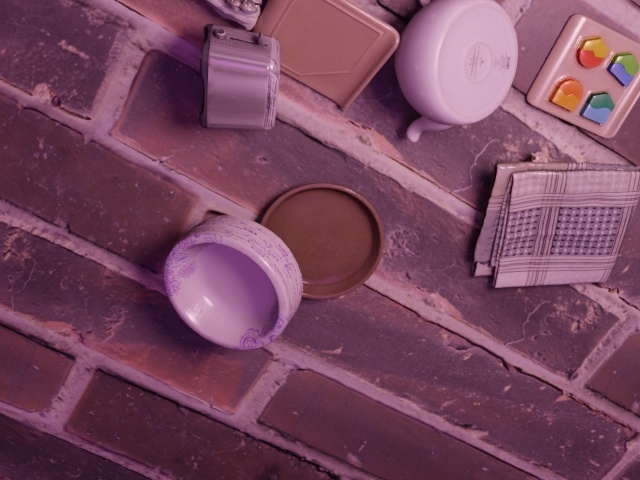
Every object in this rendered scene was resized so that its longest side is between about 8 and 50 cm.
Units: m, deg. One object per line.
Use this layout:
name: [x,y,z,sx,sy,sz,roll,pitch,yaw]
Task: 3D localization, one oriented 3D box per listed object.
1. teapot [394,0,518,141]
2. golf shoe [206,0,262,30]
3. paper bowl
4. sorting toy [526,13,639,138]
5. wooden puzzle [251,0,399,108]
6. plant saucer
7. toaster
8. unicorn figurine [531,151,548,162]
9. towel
teapot: [0.230,-0.346,1.302,0.256,0.187,0.252,-51,128,-9]
golf shoe: [-0.195,-0.452,1.299,0.176,0.069,0.086,32,152,7]
paper bowl: [-0.173,0.078,1.461,0.284,0.148,0.284,11,121,18]
sorting toy: [0.550,-0.324,1.392,0.208,0.038,0.193,22,112,-11]
wooden puzzle: [0.001,-0.378,1.306,0.239,0.044,0.221,31,143,-12]
plant saucer: [0.000,0.000,1.519,0.278,0.041,0.277,-1,113,-2]
toaster: [-0.154,-0.296,1.321,0.147,0.129,0.227,5,137,-7]
unicorn figurine: [0.481,-0.129,1.472,0.162,0.060,0.111,5,115,-22]
towel: [0.499,-0.026,1.479,0.324,0.056,0.312,1,129,-1]
